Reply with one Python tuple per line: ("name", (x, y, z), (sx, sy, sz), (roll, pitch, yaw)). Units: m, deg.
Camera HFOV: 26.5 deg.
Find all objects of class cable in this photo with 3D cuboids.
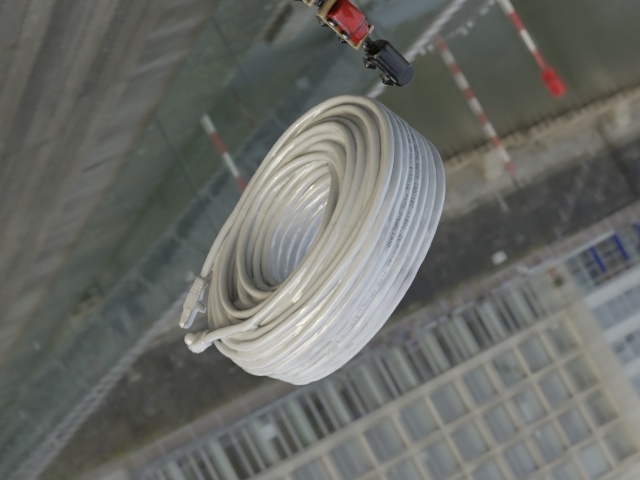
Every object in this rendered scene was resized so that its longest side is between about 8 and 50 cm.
("cable", (0.000, 0.000, 1.167), (0.257, 0.089, 0.257), (3, -114, 61))

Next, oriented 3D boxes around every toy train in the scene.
("toy train", (0.017, -0.173, 1.065), (0.027, 0.158, 0.036), (-53, -154, -5))
